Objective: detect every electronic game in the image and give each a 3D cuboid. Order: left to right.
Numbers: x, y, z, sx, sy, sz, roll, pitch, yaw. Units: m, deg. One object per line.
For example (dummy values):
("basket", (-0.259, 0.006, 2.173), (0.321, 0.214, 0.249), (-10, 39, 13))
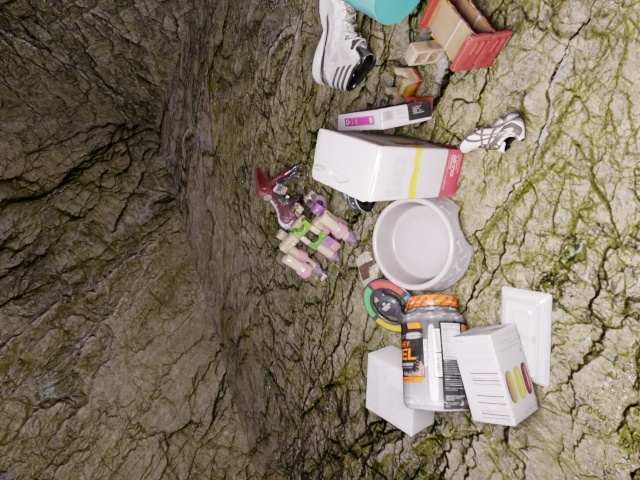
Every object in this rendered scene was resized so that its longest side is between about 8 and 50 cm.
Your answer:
("electronic game", (0.257, 0.240, 1.557), (0.229, 0.048, 0.229), (21, 128, 30))

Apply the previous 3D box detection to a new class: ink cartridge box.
("ink cartridge box", (0.181, -0.403, 1.388), (0.371, 0.176, 0.069), (-154, 51, -66))
("ink cartridge box", (0.210, -0.239, 1.314), (0.279, 0.385, 0.160), (31, 120, 45))

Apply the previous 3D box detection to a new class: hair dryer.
("hair dryer", (-0.208, -0.281, 2.020), (0.293, 0.080, 0.223), (23, 71, 29))

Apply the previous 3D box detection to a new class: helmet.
("helmet", (0.154, -0.193, 1.578), (0.161, 0.169, 0.169), (-44, 61, 29))

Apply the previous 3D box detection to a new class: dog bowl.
("dog bowl", (0.323, 0.008, 1.409), (0.349, 0.102, 0.348), (4, 96, 43))

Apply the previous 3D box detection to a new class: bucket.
("bucket", (0.200, -0.839, 1.325), (0.183, 0.281, 0.281), (49, 132, 24))

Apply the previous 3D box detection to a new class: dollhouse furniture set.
("dollhouse furniture set", (0.369, -0.534, 1.290), (0.201, 0.152, 0.374), (65, 156, 20))

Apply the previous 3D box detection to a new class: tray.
("tray", (0.583, 0.276, 1.215), (0.145, 0.030, 0.270), (6, 101, 50))

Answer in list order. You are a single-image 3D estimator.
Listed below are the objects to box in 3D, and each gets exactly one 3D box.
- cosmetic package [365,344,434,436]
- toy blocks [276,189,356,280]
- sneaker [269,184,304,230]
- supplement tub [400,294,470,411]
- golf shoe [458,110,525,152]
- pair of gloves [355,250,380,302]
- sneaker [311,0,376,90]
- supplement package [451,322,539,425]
("cosmetic package", (0.292, 0.537, 1.541), (0.225, 0.138, 0.224), (15, 107, 48))
("toy blocks", (0.000, 0.000, 1.796), (0.288, 0.260, 0.309), (-49, 27, 11))
("sneaker", (-0.152, -0.199, 2.039), (0.162, 0.106, 0.281), (-40, 63, 30))
("supplement tub", (0.359, 0.351, 1.330), (0.207, 0.207, 0.338), (-23, 60, 51))
("golf shoe", (0.485, -0.284, 1.207), (0.198, 0.077, 0.094), (-27, 75, 52))
("pair of gloves", (0.235, 0.113, 1.623), (0.240, 0.042, 0.204), (-42, 59, 44))
("sneaker", (0.123, -0.775, 1.551), (0.257, 0.169, 0.447), (35, 130, 33))
("supplement package", (0.496, 0.376, 1.205), (0.134, 0.139, 0.244), (-22, 80, 52))
